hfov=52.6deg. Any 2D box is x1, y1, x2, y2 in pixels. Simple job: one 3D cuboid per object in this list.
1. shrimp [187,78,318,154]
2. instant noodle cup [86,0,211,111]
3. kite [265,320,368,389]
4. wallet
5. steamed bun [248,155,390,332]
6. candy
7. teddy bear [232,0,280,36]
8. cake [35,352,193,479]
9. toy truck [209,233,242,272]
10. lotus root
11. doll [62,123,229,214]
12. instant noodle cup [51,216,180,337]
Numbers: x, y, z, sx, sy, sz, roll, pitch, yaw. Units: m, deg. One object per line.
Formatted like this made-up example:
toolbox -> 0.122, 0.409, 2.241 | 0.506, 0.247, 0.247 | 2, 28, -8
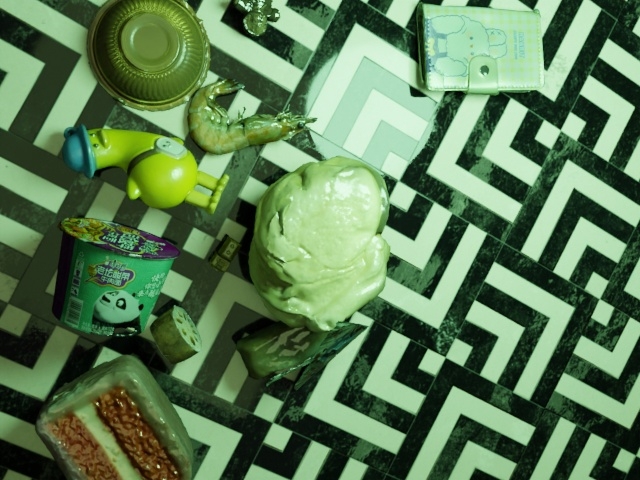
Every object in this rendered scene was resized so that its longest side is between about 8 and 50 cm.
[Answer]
shrimp -> -0.159, -0.296, 1.486 | 0.295, 0.058, 0.169 | -12, 94, -9
instant noodle cup -> -0.370, -0.419, 1.405 | 0.273, 0.090, 0.274 | -1, 95, -14
kite -> -0.001, 0.262, 1.465 | 0.314, 0.335, 0.011 | -23, 64, -36
wallet -> 0.392, -0.469, 1.591 | 0.309, 0.077, 0.224 | -1, 91, -11
steamed bun -> -0.004, 0.004, 1.452 | 0.324, 0.230, 0.373 | -9, 98, -13
candy -> -0.075, 0.239, 1.519 | 0.233, 0.102, 0.104 | -25, 99, -13
teddy bear -> -0.138, -0.545, 1.463 | 0.119, 0.078, 0.161 | 12, 109, -36
cake -> -0.430, 0.417, 1.382 | 0.237, 0.230, 0.309 | -31, 100, -11
toy truck -> -0.220, 0.033, 1.492 | 0.049, 0.054, 0.083 | 34, 87, -14
lotus root -> -0.325, 0.213, 1.451 | 0.081, 0.112, 0.122 | -30, 101, -4
doll -> -0.384, -0.166, 1.410 | 0.362, 0.145, 0.200 | 22, 49, -5
instant noodle cup -> -0.441, 0.080, 1.357 | 0.251, 0.251, 0.190 | 16, 99, -14
